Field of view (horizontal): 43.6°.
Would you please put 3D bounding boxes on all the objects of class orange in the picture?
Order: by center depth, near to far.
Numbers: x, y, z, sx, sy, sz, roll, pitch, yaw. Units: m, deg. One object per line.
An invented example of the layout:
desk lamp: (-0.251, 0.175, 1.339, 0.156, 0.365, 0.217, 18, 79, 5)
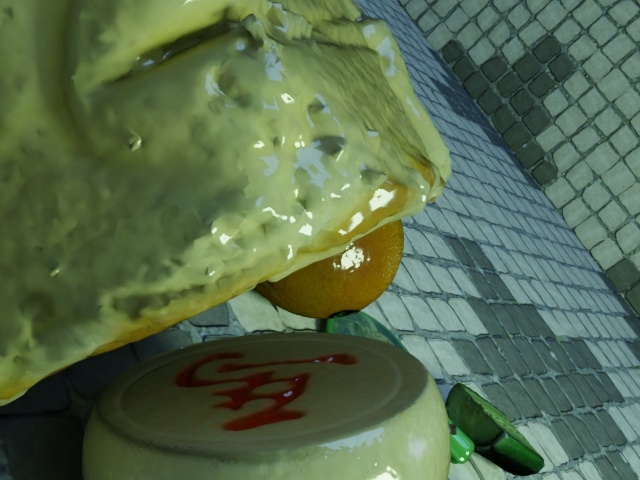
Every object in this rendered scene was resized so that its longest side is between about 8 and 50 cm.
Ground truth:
orange: (0.000, 0.000, 0.959, 0.206, 0.206, 0.206, 37, 26, -22)

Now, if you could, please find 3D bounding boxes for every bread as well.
bread: (-0.143, -0.073, 0.578, 0.279, 0.390, 0.371, 65, 18, -3)

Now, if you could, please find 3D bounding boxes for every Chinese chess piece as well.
Chinese chess piece: (-0.037, 0.149, 0.594, 0.273, 0.273, 0.102, -27, 117, -65)

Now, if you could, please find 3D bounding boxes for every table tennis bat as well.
table tennis bat: (0.100, 0.185, 1.027, 0.257, 0.039, 0.160, 47, 26, 4)

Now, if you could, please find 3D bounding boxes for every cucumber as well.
cucumber: (0.230, 0.264, 1.080, 0.115, 0.062, 0.116, 33, 10, -27)
